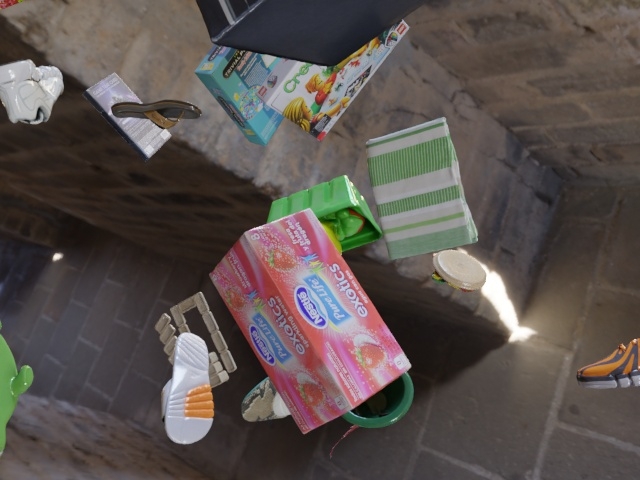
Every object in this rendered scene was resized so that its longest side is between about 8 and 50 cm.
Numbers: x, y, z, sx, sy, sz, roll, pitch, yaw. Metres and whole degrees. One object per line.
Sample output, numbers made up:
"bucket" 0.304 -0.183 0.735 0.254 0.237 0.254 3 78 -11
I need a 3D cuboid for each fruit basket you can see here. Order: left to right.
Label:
"fruit basket" 0.000 0.000 2.078 0.392 0.283 0.391 -14 58 23

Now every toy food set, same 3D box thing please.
"toy food set" 0.195 0.042 0.885 0.083 0.083 0.020 -54 -13 -52

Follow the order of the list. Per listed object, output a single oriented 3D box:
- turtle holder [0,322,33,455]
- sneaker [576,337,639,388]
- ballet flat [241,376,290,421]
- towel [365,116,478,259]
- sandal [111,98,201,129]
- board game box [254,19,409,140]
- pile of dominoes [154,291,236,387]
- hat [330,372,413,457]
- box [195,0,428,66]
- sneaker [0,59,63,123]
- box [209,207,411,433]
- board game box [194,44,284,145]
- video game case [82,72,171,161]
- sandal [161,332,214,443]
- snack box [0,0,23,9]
"turtle holder" -0.747 0.311 1.278 0.228 0.320 0.243 -18 33 17
"sneaker" 0.688 0.205 1.317 0.321 0.124 0.180 -16 75 12
"ballet flat" -0.053 0.516 2.250 0.483 0.163 0.182 -27 31 -35
"towel" 0.252 -0.128 1.612 0.248 0.038 0.324 -13 94 30
"sandal" -0.396 -0.300 1.511 0.090 0.220 0.060 107 162 -81
"board game box" 0.027 -0.368 1.273 0.305 0.193 0.053 -51 53 11
"pile of dominoes" -0.344 0.289 1.737 0.196 0.040 0.251 -27 85 23
"hat" 0.116 0.392 1.472 0.209 0.183 0.172 -4 51 7
"box" 0.031 -0.549 0.758 0.480 0.297 0.471 -27 83 34
"sneaker" -0.595 -0.298 1.286 0.110 0.118 0.292 -16 14 -3
"box" -0.023 0.123 0.978 0.299 0.142 0.154 58 138 10
"board game box" -0.214 -0.505 1.974 0.079 0.336 0.253 19 70 36
"video game case" -0.618 -0.403 2.025 0.026 0.274 0.196 -32 20 27
"sandal" -0.283 0.318 1.316 0.076 0.102 0.265 -50 30 32
"snack box" -0.865 -0.643 1.531 0.207 0.174 0.070 -25 43 -10
